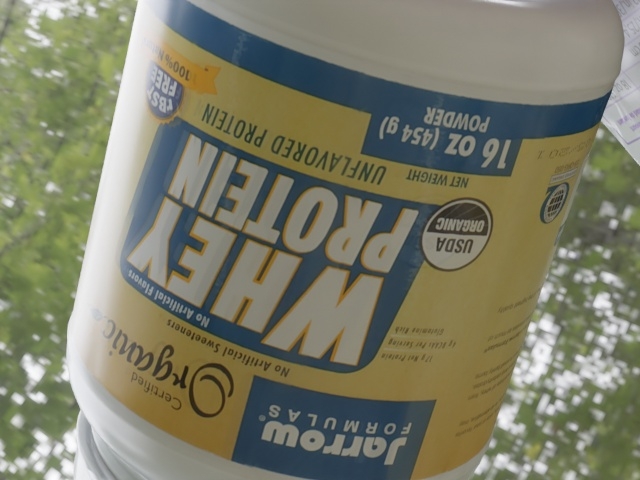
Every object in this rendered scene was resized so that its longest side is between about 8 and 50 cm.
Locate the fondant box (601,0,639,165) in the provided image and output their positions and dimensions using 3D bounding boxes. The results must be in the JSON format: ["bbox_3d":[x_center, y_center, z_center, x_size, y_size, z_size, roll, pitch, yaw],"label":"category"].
[{"bbox_3d":[0.254,-0.054,0.520,0.238,0.096,0.330,-42,-90,-16],"label":"fondant box"}]

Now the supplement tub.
[{"bbox_3d":[0.000,0.000,0.470,0.144,0.144,0.199,-5,-60,-40],"label":"supplement tub"}]
